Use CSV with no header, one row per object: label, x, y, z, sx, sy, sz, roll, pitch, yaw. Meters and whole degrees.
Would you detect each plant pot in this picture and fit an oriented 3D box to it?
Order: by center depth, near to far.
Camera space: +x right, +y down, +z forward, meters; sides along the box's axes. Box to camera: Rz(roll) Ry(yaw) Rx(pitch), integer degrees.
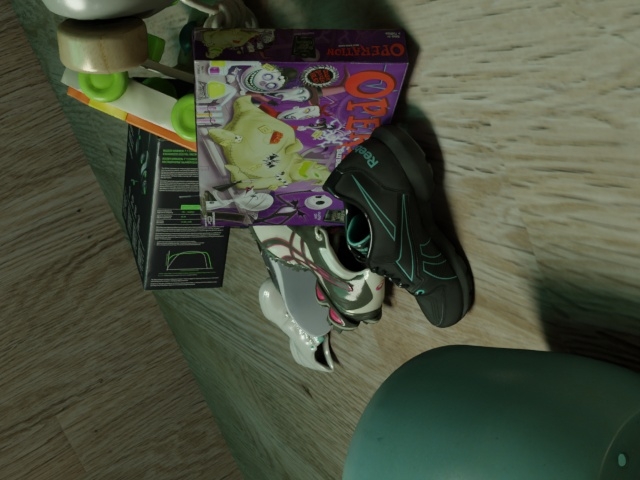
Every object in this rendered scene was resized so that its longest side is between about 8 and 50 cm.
plant pot,0.202,0.230,0.773,0.235,0.293,0.293,-14,104,56

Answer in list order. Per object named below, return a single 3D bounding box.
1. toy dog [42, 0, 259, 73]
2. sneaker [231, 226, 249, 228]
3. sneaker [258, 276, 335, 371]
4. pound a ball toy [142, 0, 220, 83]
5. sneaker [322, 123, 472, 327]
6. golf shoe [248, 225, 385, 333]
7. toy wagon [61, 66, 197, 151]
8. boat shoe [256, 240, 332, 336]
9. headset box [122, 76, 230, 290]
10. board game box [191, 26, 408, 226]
toy dog,-0.187,-0.283,0.905,0.161,0.334,0.220,19,106,20
sneaker,-0.120,-0.089,1.455,0.085,0.086,0.237,55,160,23
sneaker,-0.030,0.148,1.596,0.094,0.080,0.212,24,150,51
pound a ball toy,-0.170,-0.317,1.215,0.319,0.136,0.208,32,106,67
sneaker,0.082,0.002,1.001,0.101,0.106,0.267,32,153,54
golf shoe,0.000,0.000,1.282,0.273,0.105,0.120,45,141,26
toy wagon,-0.154,-0.152,1.174,0.344,0.068,0.267,24,-174,3
boat shoe,-0.047,0.049,1.440,0.228,0.080,0.076,60,167,8
headset box,-0.229,-0.104,1.457,0.246,0.131,0.283,-123,37,-54
board game box,-0.035,-0.111,1.017,0.347,0.208,0.056,101,162,-64
